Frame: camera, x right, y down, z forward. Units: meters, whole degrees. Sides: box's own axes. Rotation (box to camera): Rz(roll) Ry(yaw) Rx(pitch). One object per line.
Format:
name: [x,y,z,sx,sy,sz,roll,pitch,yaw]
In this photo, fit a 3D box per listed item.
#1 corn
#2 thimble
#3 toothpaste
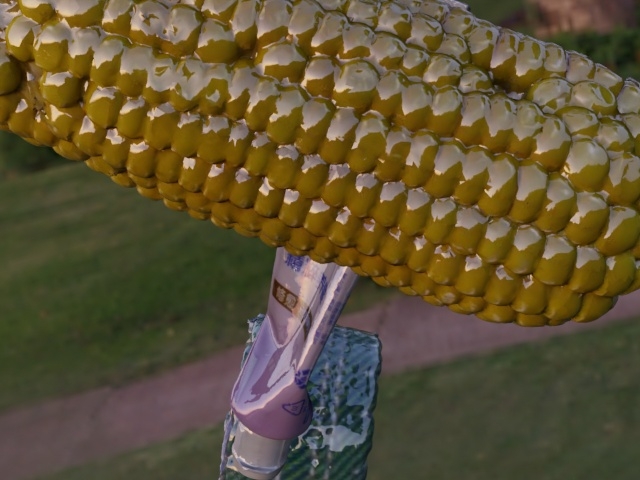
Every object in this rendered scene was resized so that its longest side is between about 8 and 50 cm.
corn: [0.002,-0.049,0.702,0.321,0.119,0.119,21,16,-2]
thimble: [-0.013,0.116,1.132,0.090,0.135,0.118,11,3,-4]
toothpaste: [0.000,0.000,0.945,0.048,0.301,0.075,-15,40,-43]
